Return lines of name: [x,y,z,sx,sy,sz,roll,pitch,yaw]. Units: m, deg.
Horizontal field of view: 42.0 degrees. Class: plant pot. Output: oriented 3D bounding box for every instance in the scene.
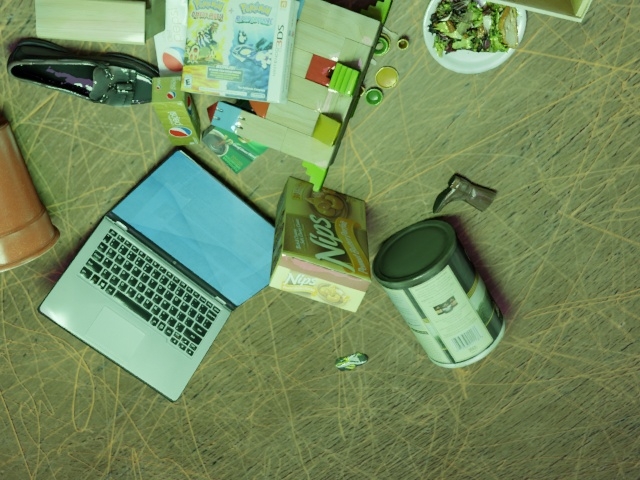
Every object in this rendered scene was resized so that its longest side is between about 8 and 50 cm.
plant pot: [-0.702,-0.100,1.701,0.273,0.272,0.265,-6,115,4]

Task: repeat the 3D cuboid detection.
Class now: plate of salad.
plate of salad: [0.299,-0.413,1.613,0.200,0.048,0.199,0,123,0]

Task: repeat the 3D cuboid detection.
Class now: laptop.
laptop: [-0.317,0.090,1.824,0.382,0.408,0.236,40,156,-22]

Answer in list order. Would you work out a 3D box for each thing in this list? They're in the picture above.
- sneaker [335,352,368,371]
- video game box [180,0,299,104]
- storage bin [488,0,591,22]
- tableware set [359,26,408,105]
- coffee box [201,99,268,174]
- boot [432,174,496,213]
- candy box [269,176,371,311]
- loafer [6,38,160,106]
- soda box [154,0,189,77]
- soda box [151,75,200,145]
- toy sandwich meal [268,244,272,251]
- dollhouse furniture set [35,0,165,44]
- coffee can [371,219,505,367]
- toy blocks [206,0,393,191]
sneaker: [0.079,0.306,2.089,0.083,0.031,0.035,-11,136,12]
video game box: [-0.149,-0.354,1.525,0.205,0.048,0.187,10,97,19]
storage bin: [0.376,-0.549,1.451,0.262,0.123,0.260,11,136,-6]
tableware set: [0.118,-0.346,1.670,0.104,0.024,0.154,29,118,-18]
coffee box: [-0.146,-0.234,1.731,0.184,0.040,0.113,-36,115,20]
boot: [0.318,-0.082,1.836,0.114,0.037,0.106,22,122,-19]
candy box: [0.000,0.000,1.719,0.183,0.316,0.087,17,121,-10]
loafer: [-0.463,-0.315,1.646,0.303,0.095,0.109,12,122,-7]
soda box: [-0.279,-0.396,1.611,0.074,0.069,0.216,-1,123,1]
soda box: [-0.284,-0.254,1.652,0.061,0.058,0.181,-3,159,2]
toy sandwich meal: [-0.078,0.007,1.893,0.086,0.029,0.085,0,123,0]
dollhouse furniture set: [-0.350,-0.538,1.363,0.362,0.256,0.394,4,110,-2]
coffee can: [0.266,0.121,1.865,0.202,0.201,0.275,-26,120,15]
toy blocks: [-0.053,-0.321,1.594,0.261,0.191,0.381,22,104,4]
